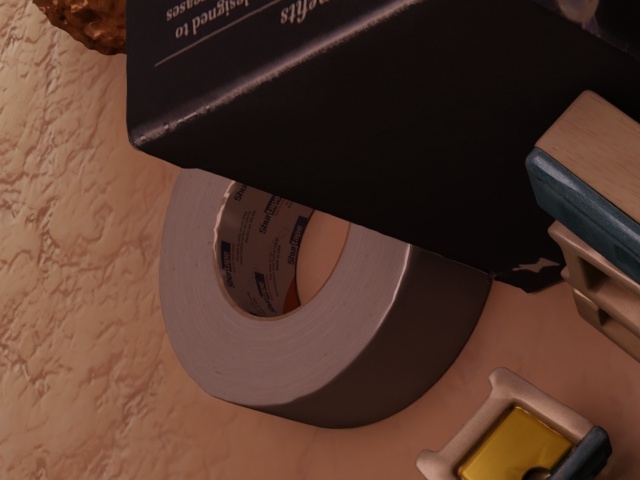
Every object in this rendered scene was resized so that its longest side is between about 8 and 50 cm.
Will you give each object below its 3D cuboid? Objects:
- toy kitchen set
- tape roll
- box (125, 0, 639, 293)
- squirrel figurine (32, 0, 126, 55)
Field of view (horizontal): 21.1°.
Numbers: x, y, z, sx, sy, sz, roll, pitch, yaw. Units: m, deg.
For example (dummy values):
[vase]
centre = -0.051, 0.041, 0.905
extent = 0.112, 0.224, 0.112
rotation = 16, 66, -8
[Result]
[toy kitchen set]
centre = 0.123, 0.067, 0.777
extent = 0.122, 0.207, 0.166
rotation = 40, 83, 25
[tape roll]
centre = 0.000, 0.000, 1.032
extent = 0.219, 0.072, 0.219
rotation = -18, 63, 41
[box]
centre = 0.075, -0.214, 0.872
extent = 0.212, 0.293, 0.395
rotation = -22, 61, 39
[squirrel figurine]
centre = -0.115, -0.334, 1.125
extent = 0.397, 0.281, 0.370
rotation = 45, 116, 25
